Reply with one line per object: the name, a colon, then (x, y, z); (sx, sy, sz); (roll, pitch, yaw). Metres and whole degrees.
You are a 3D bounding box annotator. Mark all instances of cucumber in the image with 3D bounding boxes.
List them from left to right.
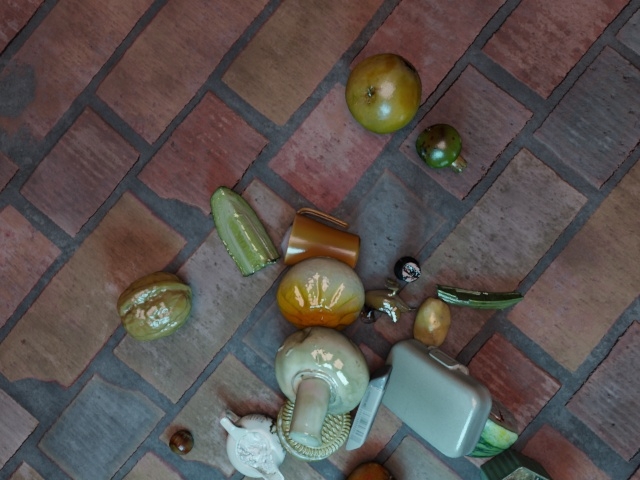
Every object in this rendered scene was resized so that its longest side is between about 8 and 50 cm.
cucumber: (-0.275, -0.036, 1.944); (0.145, 0.105, 0.326); (-34, 86, 29)

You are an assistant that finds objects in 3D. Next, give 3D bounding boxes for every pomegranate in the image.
pomegranate: (0.418, -0.308, 1.887); (0.205, 0.159, 0.159); (39, 91, -21)

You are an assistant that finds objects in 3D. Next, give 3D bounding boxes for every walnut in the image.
walnut: (-0.564, 0.220, 1.898); (0.257, 0.257, 0.225); (-35, 54, 2)

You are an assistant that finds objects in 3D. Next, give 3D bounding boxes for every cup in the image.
cup: (0.000, 0.000, 1.904); (0.263, 0.182, 0.226); (13, 58, -3)

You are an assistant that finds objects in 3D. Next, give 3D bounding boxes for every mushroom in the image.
mushroom: (0.009, 0.451, 1.761); (0.314, 0.315, 0.357); (-10, 78, 4)

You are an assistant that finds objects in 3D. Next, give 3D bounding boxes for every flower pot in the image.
flower pot: (0.650, 0.828, 1.813); (0.209, 0.189, 0.240); (-6, 87, 4)

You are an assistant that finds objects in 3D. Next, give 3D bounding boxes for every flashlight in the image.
flashlight: (0.295, 0.099, 1.833); (0.092, 0.232, 0.093); (0, 90, 4)

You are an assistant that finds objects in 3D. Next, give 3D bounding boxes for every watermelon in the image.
watermelon: (0.526, 0.612, 1.867); (0.212, 0.201, 0.262); (30, 132, 4)

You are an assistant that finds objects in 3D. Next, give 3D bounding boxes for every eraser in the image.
eraser: (0.160, 0.558, 1.836); (0.061, 0.089, 0.352); (22, 115, 16)

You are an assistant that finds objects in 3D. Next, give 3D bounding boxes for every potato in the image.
potato: (0.381, 0.284, 1.885); (0.118, 0.109, 0.178); (12, 95, -18)

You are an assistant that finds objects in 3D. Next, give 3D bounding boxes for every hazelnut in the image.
hazelnut: (-0.489, 0.714, 1.951); (0.085, 0.086, 0.086); (0, 89, 4)

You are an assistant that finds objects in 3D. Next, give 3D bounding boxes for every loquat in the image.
loquat: (0.212, -0.492, 1.860); (0.262, 0.263, 0.263); (0, 89, 4)

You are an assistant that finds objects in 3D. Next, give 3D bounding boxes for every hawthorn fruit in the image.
hawthorn fruit: (0.144, 0.870, 1.836); (0.262, 0.210, 0.211); (-39, 86, 0)

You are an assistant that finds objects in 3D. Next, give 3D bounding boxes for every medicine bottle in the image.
medicine bottle: (0.353, 0.494, 1.769); (0.375, 0.122, 0.283); (31, 110, 45)

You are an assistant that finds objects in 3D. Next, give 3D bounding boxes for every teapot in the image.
teapot: (-0.236, 0.696, 1.897); (0.299, 0.166, 0.208); (44, 103, -6)

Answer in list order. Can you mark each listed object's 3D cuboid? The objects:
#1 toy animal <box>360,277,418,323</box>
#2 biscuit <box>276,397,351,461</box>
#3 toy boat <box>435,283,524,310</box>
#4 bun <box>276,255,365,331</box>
toy animal: (0.233, 0.233, 1.914); (0.188, 0.089, 0.179); (24, 107, 4)
biscuit: (-0.023, 0.617, 1.881); (0.258, 0.079, 0.260); (4, 65, -9)
toy boat: (0.539, 0.196, 1.886); (0.292, 0.093, 0.055); (5, 107, 4)
bun: (0.003, 0.206, 1.827); (0.298, 0.165, 0.299); (2, 128, 2)
